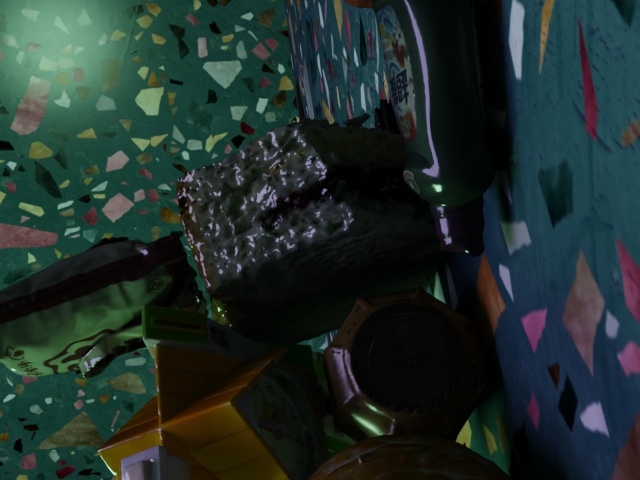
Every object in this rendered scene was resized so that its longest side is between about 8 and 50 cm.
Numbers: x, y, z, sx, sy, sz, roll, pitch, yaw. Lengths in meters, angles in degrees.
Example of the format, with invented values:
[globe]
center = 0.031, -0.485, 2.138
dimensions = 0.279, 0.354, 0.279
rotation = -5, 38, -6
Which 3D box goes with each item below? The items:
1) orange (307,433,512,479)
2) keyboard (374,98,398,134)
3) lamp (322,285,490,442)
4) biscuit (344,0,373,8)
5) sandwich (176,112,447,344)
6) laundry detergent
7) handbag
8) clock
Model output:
[orange]
center = 0.073, 0.314, 0.690
dimensions = 0.329, 0.249, 0.329
rotation = 167, 90, -81
[keyboard]
center = 0.086, -0.081, 1.191
dimensions = 0.230, 0.025, 0.093
rotation = 87, 175, -55
[lamp]
center = 0.080, 0.134, 0.866
dimensions = 0.185, 0.161, 0.161
rotation = 80, 180, -68
[biscuit]
center = 0.056, -0.331, 0.812
dimensions = 0.334, 0.047, 0.202
rotation = 106, 164, -74
[sandwich]
center = -0.001, 0.000, 0.924
dimensions = 0.325, 0.262, 0.131
rotation = 89, 165, -66
[laundry detergent]
center = 0.095, -0.096, 0.702
dimensions = 0.144, 0.078, 0.221
rotation = -120, 19, -83
[handbag]
center = -0.240, 0.077, 0.928
dimensions = 0.213, 0.235, 0.127
rotation = 97, 156, -72
[clock]
center = -0.076, 0.204, 0.885
dimensions = 0.309, 0.166, 0.235
rotation = 36, -143, -51
